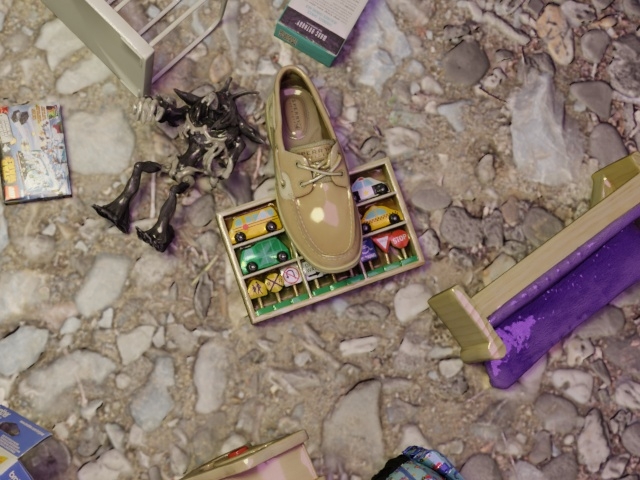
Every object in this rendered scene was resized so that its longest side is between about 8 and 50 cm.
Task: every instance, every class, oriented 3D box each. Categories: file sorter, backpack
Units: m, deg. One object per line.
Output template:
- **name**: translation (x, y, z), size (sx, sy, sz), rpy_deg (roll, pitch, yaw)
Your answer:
- **file sorter**: translation (-0.282, -0.370, 1.512), size (0.278, 0.193, 0.173), rpy_deg (44, 75, -1)
- **backpack**: translation (0.154, 0.360, 1.482), size (0.158, 0.173, 0.117), rpy_deg (45, 78, 0)

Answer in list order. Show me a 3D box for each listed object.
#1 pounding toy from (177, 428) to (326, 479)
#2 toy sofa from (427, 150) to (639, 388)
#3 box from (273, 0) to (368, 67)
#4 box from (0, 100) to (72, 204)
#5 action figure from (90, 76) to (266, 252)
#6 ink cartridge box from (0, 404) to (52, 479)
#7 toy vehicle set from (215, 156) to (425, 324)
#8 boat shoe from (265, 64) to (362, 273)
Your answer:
- **pounding toy**: translation (-0.094, 0.352, 1.445), size (0.154, 0.269, 0.154), rpy_deg (-19, 84, -51)
- **toy sofa**: translation (0.349, 0.049, 1.571), size (0.362, 0.150, 0.177), rpy_deg (-35, 87, -12)
- **box**: translation (0.033, -0.387, 1.629), size (0.101, 0.060, 0.244), rpy_deg (30, 78, -3)
- **box**: translation (-0.403, -0.122, 1.539), size (0.094, 0.027, 0.137), rpy_deg (-7, 83, -11)
- **action figure**: translation (-0.185, -0.124, 1.518), size (0.164, 0.141, 0.275), rpy_deg (31, 80, 8)
- **ink cartridge box**: translation (-0.476, 0.336, 1.357), size (0.311, 0.186, 0.065), rpy_deg (-42, 116, -26)
- **toy vehicle set**: translation (0.000, 0.000, 1.580), size (0.267, 0.035, 0.166), rpy_deg (-19, 85, -11)
- **boat shoe**: translation (-0.013, -0.101, 1.525), size (0.109, 0.098, 0.302), rpy_deg (-11, 68, -8)
